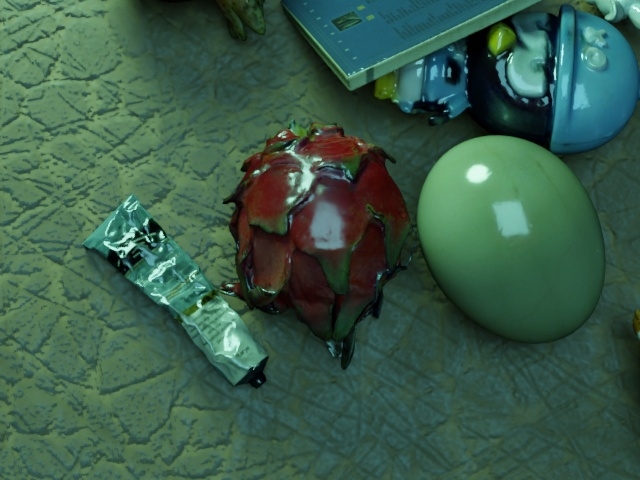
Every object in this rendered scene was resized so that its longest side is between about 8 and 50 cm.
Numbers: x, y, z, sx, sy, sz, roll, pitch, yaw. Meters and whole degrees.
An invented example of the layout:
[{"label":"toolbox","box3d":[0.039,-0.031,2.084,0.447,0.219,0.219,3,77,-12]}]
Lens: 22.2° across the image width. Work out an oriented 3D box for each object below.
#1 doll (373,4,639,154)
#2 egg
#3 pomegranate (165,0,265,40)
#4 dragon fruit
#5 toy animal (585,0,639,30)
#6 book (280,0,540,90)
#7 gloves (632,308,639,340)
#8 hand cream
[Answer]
[{"label":"doll","box3d":[0.217,-0.181,1.776,0.314,0.141,0.177,6,56,1]},{"label":"egg","box3d":[0.204,0.001,1.722,0.186,0.186,0.242,-36,107,-9]},{"label":"pomegranate","box3d":[-0.136,-0.333,1.763,0.198,0.246,0.198,-12,51,16]},{"label":"dragon fruit","box3d":[0.000,0.000,1.716,0.192,0.193,0.274,-8,82,-33]},{"label":"toy animal","box3d":[0.339,-0.291,1.839,0.071,0.085,0.124,6,83,-20]},{"label":"book","box3d":[0.111,-0.269,1.778,0.269,0.025,0.191,-27,40,-9]},{"label":"gloves","box3d":[0.410,0.145,1.769,0.140,0.131,0.219,-6,52,-4]},{"label":"hand cream","box3d":[-0.147,0.066,1.760,0.248,0.052,0.075,45,57,8]}]
